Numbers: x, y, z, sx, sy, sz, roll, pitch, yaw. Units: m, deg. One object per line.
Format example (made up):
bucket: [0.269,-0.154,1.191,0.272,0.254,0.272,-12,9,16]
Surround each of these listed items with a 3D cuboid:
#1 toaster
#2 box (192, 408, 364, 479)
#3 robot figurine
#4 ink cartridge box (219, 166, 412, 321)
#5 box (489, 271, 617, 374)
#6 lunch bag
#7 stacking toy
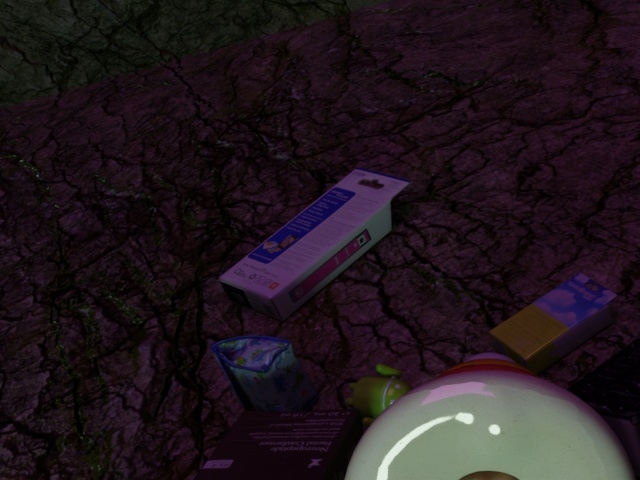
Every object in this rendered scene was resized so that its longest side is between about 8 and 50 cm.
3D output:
toaster: [0.426,0.220,1.812,0.185,0.110,0.168,-30,19,-27]
box: [-0.075,0.371,1.855,0.191,0.143,0.381,-4,22,19]
robot figurine: [0.096,0.243,2.113,0.115,0.067,0.101,1,66,38]
ink cartridge box: [0.000,0.000,2.585,0.371,0.069,0.175,-41,32,-21]
box: [0.362,0.127,2.121,0.178,0.042,0.109,-32,30,-12]
lunch bag: [-0.100,0.224,2.234,0.151,0.129,0.096,8,42,43]
stacking toy: [0.215,0.271,1.819,0.350,0.351,0.480,-20,12,9]
